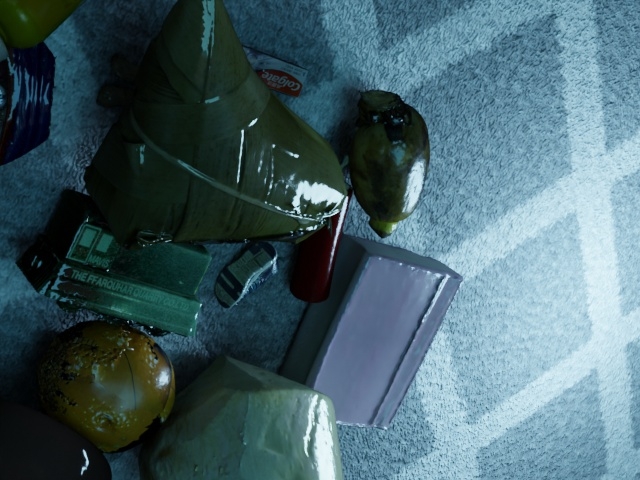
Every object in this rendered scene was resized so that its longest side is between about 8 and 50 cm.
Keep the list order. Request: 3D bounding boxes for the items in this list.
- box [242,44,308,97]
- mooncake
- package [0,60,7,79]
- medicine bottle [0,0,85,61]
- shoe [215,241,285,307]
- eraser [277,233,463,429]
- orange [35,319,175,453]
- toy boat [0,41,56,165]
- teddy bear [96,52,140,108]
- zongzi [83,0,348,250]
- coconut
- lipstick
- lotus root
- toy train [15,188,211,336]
[{"bbox_3d":[-0.119,-0.290,1.812,0.218,0.039,0.055,15,104,-39],"label":"box"},{"bbox_3d":[-0.509,0.377,1.754,0.326,0.334,0.174,89,14,-60],"label":"mooncake"},{"bbox_3d":[-0.439,-0.250,1.614,0.083,0.029,0.059,30,101,-36],"label":"package"},{"bbox_3d":[-0.415,-0.359,1.415,0.384,0.224,0.224,-48,132,-14],"label":"medicine bottle"},{"bbox_3d":[-0.130,0.066,1.995,0.143,0.064,0.071,-45,150,1],"label":"shoe"},{"bbox_3d":[0.093,0.188,2.177,0.272,0.122,0.359,15,105,-40],"label":"eraser"},{"bbox_3d":[-0.356,0.245,1.833,0.234,0.182,0.234,-2,115,-4],"label":"orange"},{"bbox_3d":[-0.511,-0.241,1.538,0.318,0.072,0.219,28,99,-24],"label":"toy boat"},{"bbox_3d":[-0.258,-0.228,1.723,0.160,0.078,0.119,14,102,-38],"label":"teddy bear"},{"bbox_3d":[-0.054,-0.183,1.668,0.500,0.218,0.467,-2,143,-37],"label":"zongzi"},{"bbox_3d":[-0.152,0.400,1.966,0.415,0.415,0.344,-49,153,-3],"label":"coconut"},{"bbox_3d":[0.000,0.000,2.017,0.080,0.080,0.241,-8,126,-32],"label":"lipstick"},{"bbox_3d":[0.127,-0.137,1.991,0.169,0.141,0.314,-66,158,-49],"label":"lotus root"},{"bbox_3d":[-0.319,0.043,1.789,0.330,0.138,0.178,20,100,-39],"label":"toy train"}]
